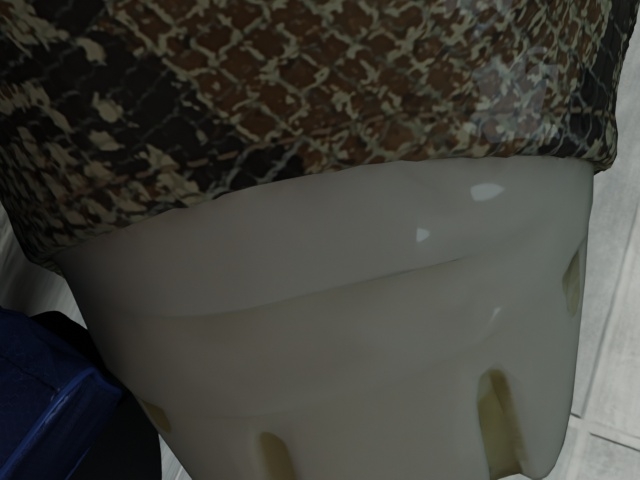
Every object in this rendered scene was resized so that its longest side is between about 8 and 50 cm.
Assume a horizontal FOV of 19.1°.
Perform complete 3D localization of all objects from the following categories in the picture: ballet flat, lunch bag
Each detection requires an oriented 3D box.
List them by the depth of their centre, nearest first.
[{"bbox_3d":[-0.086,0.035,0.370,0.067,0.065,0.098,-54,175,-9],"label":"lunch bag"},{"bbox_3d":[0.000,0.000,0.510,0.483,0.164,0.182,102,-22,-81],"label":"ballet flat"}]

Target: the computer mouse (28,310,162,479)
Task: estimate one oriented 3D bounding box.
[{"bbox_3d":[-0.093,0.132,0.571,0.262,0.060,0.184,-56,152,-76],"label":"computer mouse"}]
